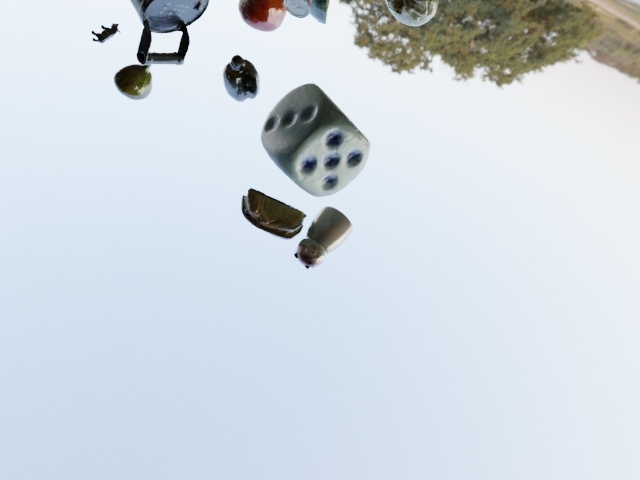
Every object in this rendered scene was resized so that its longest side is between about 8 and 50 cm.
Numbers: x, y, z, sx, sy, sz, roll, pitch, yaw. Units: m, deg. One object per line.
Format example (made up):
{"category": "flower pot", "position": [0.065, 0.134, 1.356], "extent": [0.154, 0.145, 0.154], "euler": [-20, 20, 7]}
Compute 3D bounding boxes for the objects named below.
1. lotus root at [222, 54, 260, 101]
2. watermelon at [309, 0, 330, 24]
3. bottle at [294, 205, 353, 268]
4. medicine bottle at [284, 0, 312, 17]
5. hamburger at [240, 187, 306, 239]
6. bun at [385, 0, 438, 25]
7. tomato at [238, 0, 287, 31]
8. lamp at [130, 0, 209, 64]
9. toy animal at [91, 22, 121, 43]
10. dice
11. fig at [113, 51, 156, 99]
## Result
{"category": "lotus root", "position": [-0.244, -0.498, 1.317], "extent": [0.113, 0.192, 0.088], "euler": [-13, -104, -5]}
{"category": "watermelon", "position": [-0.010, -1.056, 1.814], "extent": [0.136, 0.202, 0.207], "euler": [7, 176, -15]}
{"category": "bottle", "position": [0.000, 0.000, 1.593], "extent": [0.147, 0.147, 0.236], "euler": [35, -109, 9]}
{"category": "medicine bottle", "position": [-0.030, -1.101, 1.735], "extent": [0.108, 0.108, 0.426], "euler": [21, -109, -11]}
{"category": "hamburger", "position": [-0.176, -0.080, 1.587], "extent": [0.262, 0.124, 0.131], "euler": [23, -119, -23]}
{"category": "bun", "position": [0.303, -0.845, 1.493], "extent": [0.127, 0.222, 0.222], "euler": [-36, -115, -12]}
{"category": "tomato", "position": [-0.257, -1.055, 1.944], "extent": [0.231, 0.232, 0.189], "euler": [13, -115, -22]}
{"category": "lamp", "position": [-0.454, -0.724, 1.183], "extent": [0.272, 0.374, 0.205], "euler": [46, -145, 7]}
{"category": "toy animal", "position": [-0.876, -0.860, 1.771], "extent": [0.065, 0.047, 0.136], "euler": [21, -126, 17]}
{"category": "dice", "position": [-0.017, -0.326, 1.415], "extent": [0.264, 0.262, 0.268], "euler": [33, -159, -46]}
{"category": "fig", "position": [-0.710, -0.668, 1.702], "extent": [0.149, 0.245, 0.149], "euler": [39, -148, -30]}
